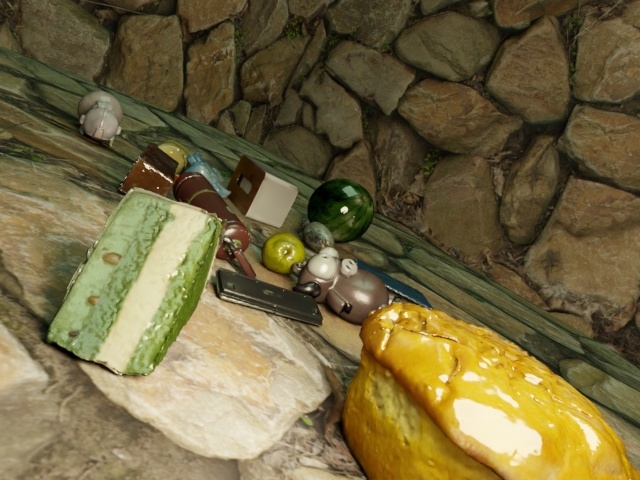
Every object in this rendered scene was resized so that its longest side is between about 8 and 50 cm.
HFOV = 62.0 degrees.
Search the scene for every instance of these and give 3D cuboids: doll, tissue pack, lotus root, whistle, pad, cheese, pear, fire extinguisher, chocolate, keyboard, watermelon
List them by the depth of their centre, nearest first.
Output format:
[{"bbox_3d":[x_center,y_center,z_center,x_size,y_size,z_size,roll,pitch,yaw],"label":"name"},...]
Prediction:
[{"bbox_3d":[-0.099,0.115,1.050,0.230,0.025,0.094,21,24,-27],"label":"keyboard"},{"bbox_3d":[0.053,0.110,1.208,0.257,0.117,0.182,31,25,5],"label":"doll"},{"bbox_3d":[-0.244,-0.036,1.245,0.341,0.105,0.141,47,-6,43],"label":"fire extinguisher"},{"bbox_3d":[-0.090,0.032,1.287,0.107,0.107,0.131,24,-3,-12],"label":"pear"},{"bbox_3d":[-0.452,-0.177,1.434,0.111,0.112,0.321,33,8,-19],"label":"chocolate"},{"bbox_3d":[0.228,0.136,1.696,0.269,0.012,0.269,27,6,-1],"label":"pad"},{"bbox_3d":[0.000,-0.002,1.700,0.088,0.088,0.165,14,27,-48],"label":"lotus root"},{"bbox_3d":[-0.716,-0.400,1.737,0.150,0.151,0.287,20,16,-30],"label":"doll"},{"bbox_3d":[-0.378,-0.211,1.757,0.180,0.093,0.269,51,12,-1],"label":"whistle"},{"bbox_3d":[-0.201,-0.167,1.789,0.135,0.160,0.246,21,11,-34],"label":"tissue pack"},{"bbox_3d":[-0.499,-0.284,1.805,0.123,0.094,0.167,22,12,-12],"label":"cheese"},{"bbox_3d":[0.073,-0.106,1.927,0.242,0.243,0.242,25,11,-5],"label":"watermelon"}]

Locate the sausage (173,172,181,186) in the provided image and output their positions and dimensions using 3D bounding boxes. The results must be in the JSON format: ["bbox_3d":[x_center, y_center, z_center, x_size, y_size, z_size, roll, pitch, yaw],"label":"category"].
[{"bbox_3d":[-0.437,-0.182,1.617,0.131,0.041,0.039,26,-11,-2],"label":"sausage"}]

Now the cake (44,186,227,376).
[{"bbox_3d":[-0.260,0.091,0.765,0.157,0.172,0.284,19,45,-5],"label":"cake"}]

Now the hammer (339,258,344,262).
[{"bbox_3d":[0.072,0.090,1.570,0.103,0.029,0.246,26,10,-2],"label":"hammer"}]

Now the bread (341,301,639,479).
[{"bbox_3d":[0.213,0.243,0.726,0.397,0.215,0.398,24,10,-5],"label":"bread"}]
